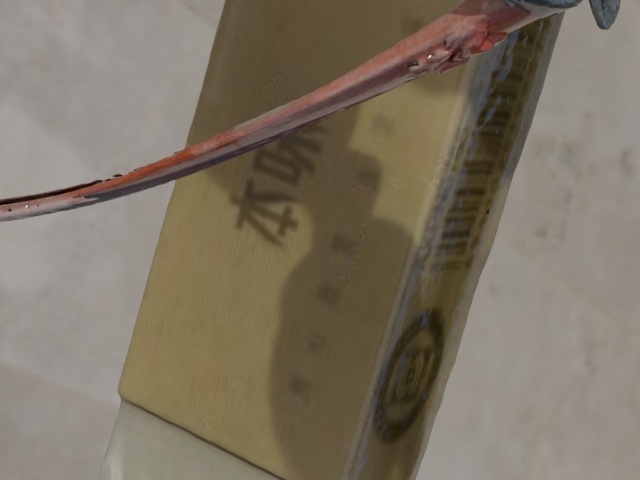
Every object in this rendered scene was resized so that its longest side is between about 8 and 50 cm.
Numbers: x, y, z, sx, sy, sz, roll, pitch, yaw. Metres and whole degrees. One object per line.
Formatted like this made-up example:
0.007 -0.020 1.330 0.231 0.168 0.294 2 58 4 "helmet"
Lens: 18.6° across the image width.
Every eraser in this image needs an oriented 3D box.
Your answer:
0.000 0.000 0.933 0.078 0.144 0.343 -4 113 -60 "eraser"

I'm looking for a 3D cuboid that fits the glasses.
-0.054 -0.128 0.623 0.118 0.268 0.234 8 60 -61 "glasses"
